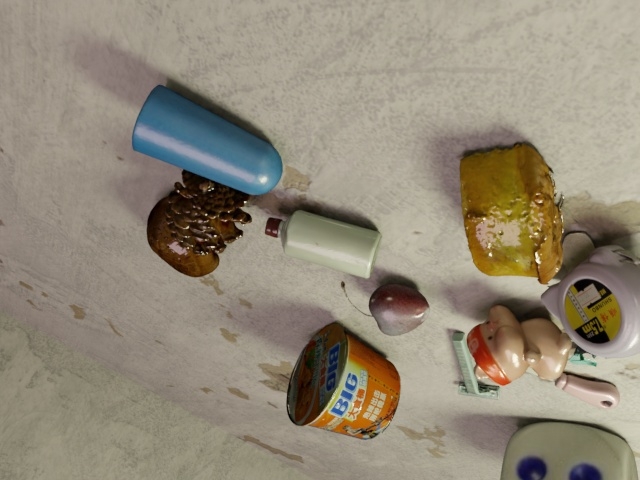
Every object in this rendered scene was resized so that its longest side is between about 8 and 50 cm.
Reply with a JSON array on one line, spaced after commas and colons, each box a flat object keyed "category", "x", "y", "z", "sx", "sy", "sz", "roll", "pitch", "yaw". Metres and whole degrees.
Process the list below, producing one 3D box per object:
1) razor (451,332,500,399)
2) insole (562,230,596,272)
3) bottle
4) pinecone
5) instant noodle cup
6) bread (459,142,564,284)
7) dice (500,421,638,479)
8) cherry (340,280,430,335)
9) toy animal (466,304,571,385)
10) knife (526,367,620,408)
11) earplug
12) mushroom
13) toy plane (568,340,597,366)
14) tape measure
[{"category": "razor", "x": 0.380, "y": 0.334, "z": 1.398, "sx": 0.110, "sy": 0.056, "sz": 0.278, "roll": 0, "pitch": 138, "yaw": 31}, {"category": "insole", "x": 0.489, "y": 0.050, "z": 1.017, "sx": 0.063, "sy": 0.010, "sz": 0.192, "roll": -5, "pitch": 135, "yaw": 34}, {"category": "bottle", "x": 0.000, "y": 0.000, "z": 1.150, "sx": 0.245, "sy": 0.104, "sz": 0.104, "roll": 16, "pitch": 144, "yaw": 10}, {"category": "pinecone", "x": -0.235, "y": -0.060, "z": 1.147, "sx": 0.179, "sy": 0.150, "sz": 0.195, "roll": 31, "pitch": 104, "yaw": 6}, {"category": "instant noodle cup", "x": 0.071, "y": 0.400, "z": 1.488, "sx": 0.213, "sy": 0.297, "sz": 0.296, "roll": 29, "pitch": 145, "yaw": -20}, {"category": "bread", "x": 0.320, "y": -0.019, "z": 0.913, "sx": 0.160, "sy": 0.147, "sz": 0.261, "roll": 0, "pitch": 138, "yaw": 25}, {"category": "dice", "x": 0.672, "y": 0.684, "z": 1.463, "sx": 0.304, "sy": 0.304, "sz": 0.277, "roll": -7, "pitch": 134, "yaw": 36}, {"category": "cherry", "x": 0.163, "y": 0.137, "z": 1.227, "sx": 0.148, "sy": 0.115, "sz": 0.188, "roll": 12, "pitch": 141, "yaw": 49}, {"category": "toy animal", "x": 0.412, "y": 0.226, "z": 1.156, "sx": 0.197, "sy": 0.171, "sz": 0.171, "roll": -2, "pitch": 140, "yaw": 6}, {"category": "knife", "x": 0.545, "y": 0.319, "z": 1.304, "sx": 0.335, "sy": 0.043, "sz": 0.081, "roll": 19, "pitch": 138, "yaw": 10}, {"category": "earplug", "x": -0.200, "y": -0.174, "z": 1.032, "sx": 0.272, "sy": 0.133, "sz": 0.132, "roll": 24, "pitch": 144, "yaw": -7}, {"category": "mushroom", "x": -0.339, "y": 0.001, "z": 1.313, "sx": 0.194, "sy": 0.138, "sz": 0.231, "roll": 9, "pitch": 141, "yaw": 20}, {"category": "toy plane", "x": 0.555, "y": 0.193, "z": 1.127, "sx": 0.096, "sy": 0.060, "sz": 0.235, "roll": 3, "pitch": 137, "yaw": 6}, {"category": "tape measure", "x": 0.503, "y": 0.116, "z": 0.952, "sx": 0.105, "sy": 0.179, "sz": 0.196, "roll": -7, "pitch": 153, "yaw": -25}]
